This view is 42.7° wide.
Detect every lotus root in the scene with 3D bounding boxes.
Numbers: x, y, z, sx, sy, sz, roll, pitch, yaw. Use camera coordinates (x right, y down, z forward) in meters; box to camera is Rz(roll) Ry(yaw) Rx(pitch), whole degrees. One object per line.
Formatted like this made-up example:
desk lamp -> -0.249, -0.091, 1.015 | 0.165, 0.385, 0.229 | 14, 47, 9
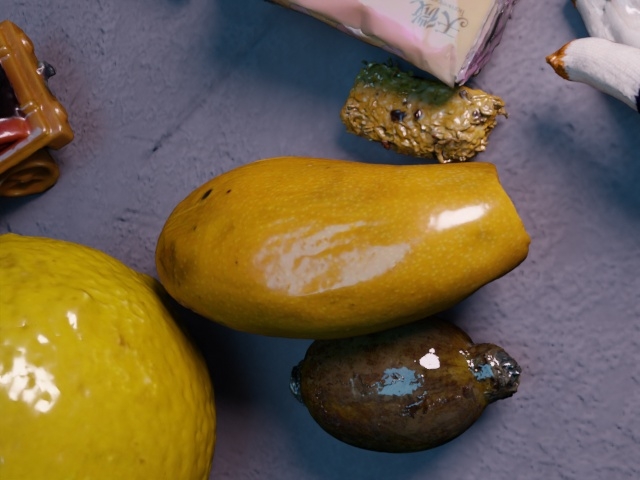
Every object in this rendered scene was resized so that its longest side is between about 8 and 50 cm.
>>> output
lotus root -> 0.068, 0.121, 0.700 | 0.209, 0.120, 0.120 | -9, 87, 29

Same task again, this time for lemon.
lemon -> -0.278, 0.161, 0.747 | 0.350, 0.387, 0.349 | -12, 66, 28

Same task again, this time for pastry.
pastry -> 0.087, -0.110, 0.717 | 0.140, 0.056, 0.080 | 29, 97, 32

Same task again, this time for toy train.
toy train -> -0.457, -0.094, 0.889 | 0.369, 0.231, 0.163 | -31, 77, 8

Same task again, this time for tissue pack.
tissue pack -> 0.057, -0.271, 0.690 | 0.257, 0.123, 0.215 | 26, 104, 15

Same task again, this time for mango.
mango -> 0.000, 0.002, 0.693 | 0.359, 0.187, 0.144 | -1, 122, 39

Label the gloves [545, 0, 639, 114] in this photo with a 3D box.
gloves -> 0.267, -0.145, 0.592 | 0.140, 0.131, 0.218 | -57, 36, 19
